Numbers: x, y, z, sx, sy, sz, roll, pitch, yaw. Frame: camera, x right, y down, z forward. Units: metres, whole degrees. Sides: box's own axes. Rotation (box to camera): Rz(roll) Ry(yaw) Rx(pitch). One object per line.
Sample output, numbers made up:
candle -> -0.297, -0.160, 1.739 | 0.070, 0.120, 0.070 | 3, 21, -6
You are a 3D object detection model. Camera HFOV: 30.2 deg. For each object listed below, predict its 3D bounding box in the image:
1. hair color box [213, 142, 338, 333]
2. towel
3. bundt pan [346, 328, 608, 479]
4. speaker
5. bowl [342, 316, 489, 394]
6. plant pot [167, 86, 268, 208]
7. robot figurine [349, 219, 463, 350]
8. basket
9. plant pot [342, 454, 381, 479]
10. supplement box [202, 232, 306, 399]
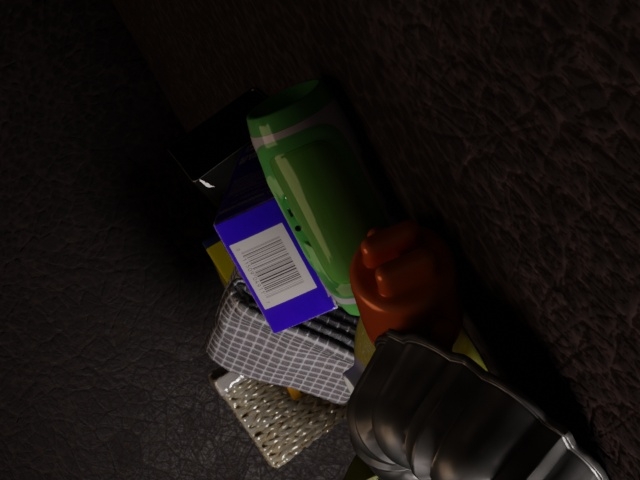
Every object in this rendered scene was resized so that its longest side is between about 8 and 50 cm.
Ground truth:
hair color box -> -0.049, -0.028, 1.735 | 0.185, 0.110, 0.339 | 62, -168, -19
towel -> -0.034, 0.155, 1.924 | 0.284, 0.121, 0.235 | 21, 146, -3
bundt pan -> 0.160, 0.251, 1.341 | 0.331, 0.124, 0.331 | 36, 163, 13
speaker -> 0.018, -0.053, 1.533 | 0.296, 0.131, 0.131 | 63, 172, -19
bowl -> 0.125, 0.196, 1.666 | 0.289, 0.156, 0.289 | 59, 173, 12
plant pot -> -0.119, -0.123, 2.015 | 0.167, 0.188, 0.187 | 55, 176, -30
robot figurine -> 0.105, 0.068, 1.413 | 0.158, 0.128, 0.219 | 21, 154, 24
basket -> -0.071, 0.352, 2.916 | 0.266, 0.328, 0.331 | 56, 172, 0
plant pot -> 0.156, 0.513, 2.416 | 0.274, 0.275, 0.293 | 63, -171, -18
supplement box -> -0.076, 0.127, 2.560 | 0.356, 0.195, 0.194 | 55, 171, 30
